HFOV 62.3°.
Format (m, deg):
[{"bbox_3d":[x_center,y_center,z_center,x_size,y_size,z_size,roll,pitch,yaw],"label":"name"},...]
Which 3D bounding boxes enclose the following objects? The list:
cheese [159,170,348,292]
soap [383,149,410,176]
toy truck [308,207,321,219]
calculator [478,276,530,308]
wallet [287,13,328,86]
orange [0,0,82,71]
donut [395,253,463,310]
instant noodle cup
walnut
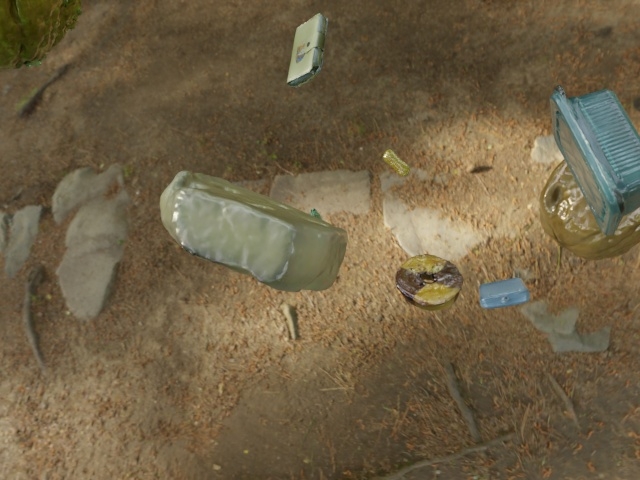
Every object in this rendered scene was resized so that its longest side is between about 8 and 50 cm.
[{"bbox_3d":[-0.104,-0.016,0.878,0.115,0.318,0.326,-70,23,5],"label":"cheese"},{"bbox_3d":[0.195,-0.199,1.361,0.089,0.012,0.034,47,117,24],"label":"soap"},{"bbox_3d":[0.001,0.001,1.302,0.080,0.078,0.154,-32,78,37],"label":"toy truck"},{"bbox_3d":[0.466,0.134,1.355,0.121,0.210,0.039,-14,92,15],"label":"calculator"},{"bbox_3d":[-0.028,-0.453,1.265,0.110,0.039,0.154,-8,70,51],"label":"wallet"},{"bbox_3d":[-0.487,-0.340,0.720,0.302,0.223,0.300,-4,37,8],"label":"orange"},{"bbox_3d":[0.299,0.121,1.454,0.184,0.073,0.166,19,57,31],"label":"donut"},{"bbox_3d":[0.361,-0.107,0.676,0.070,0.157,0.179,-24,68,17],"label":"instant noodle cup"},{"bbox_3d":[0.582,-0.088,1.090,0.257,0.224,0.256,0,101,-1],"label":"walnut"}]
